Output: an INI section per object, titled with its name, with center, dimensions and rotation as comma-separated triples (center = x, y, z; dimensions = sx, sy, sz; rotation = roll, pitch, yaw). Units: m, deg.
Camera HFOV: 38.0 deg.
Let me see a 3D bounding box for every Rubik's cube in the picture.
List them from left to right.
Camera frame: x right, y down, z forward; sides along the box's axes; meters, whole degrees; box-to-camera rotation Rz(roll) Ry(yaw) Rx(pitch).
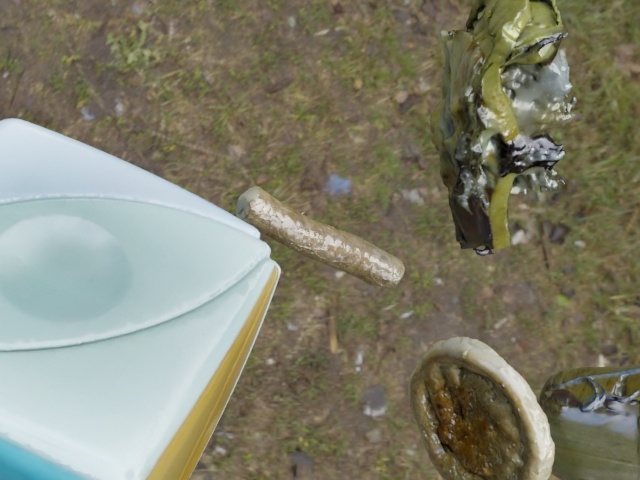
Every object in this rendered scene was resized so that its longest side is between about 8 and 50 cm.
[Rubik's cube]
center = -0.276, 0.135, 0.929
dimensions = 0.351, 0.352, 0.347
rotation = 25, 44, 4

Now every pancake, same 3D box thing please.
[pancake]
center = 0.125, 0.151, 0.762
dimensions = 0.025, 0.151, 0.152
rotation = -22, 93, -35

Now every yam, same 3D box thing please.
[yam]
center = 0.000, 0.000, 1.361
dimensions = 0.299, 0.066, 0.066
rotation = 26, 68, -35

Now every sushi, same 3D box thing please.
[sushi]
center = 0.177, -0.125, 0.930
dimensions = 0.131, 0.291, 0.139
rotation = -4, 46, 2

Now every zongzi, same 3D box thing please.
[zongzi]
center = 0.476, 0.207, 1.216
dimensions = 0.393, 0.356, 0.174
rotation = -39, 128, -61
